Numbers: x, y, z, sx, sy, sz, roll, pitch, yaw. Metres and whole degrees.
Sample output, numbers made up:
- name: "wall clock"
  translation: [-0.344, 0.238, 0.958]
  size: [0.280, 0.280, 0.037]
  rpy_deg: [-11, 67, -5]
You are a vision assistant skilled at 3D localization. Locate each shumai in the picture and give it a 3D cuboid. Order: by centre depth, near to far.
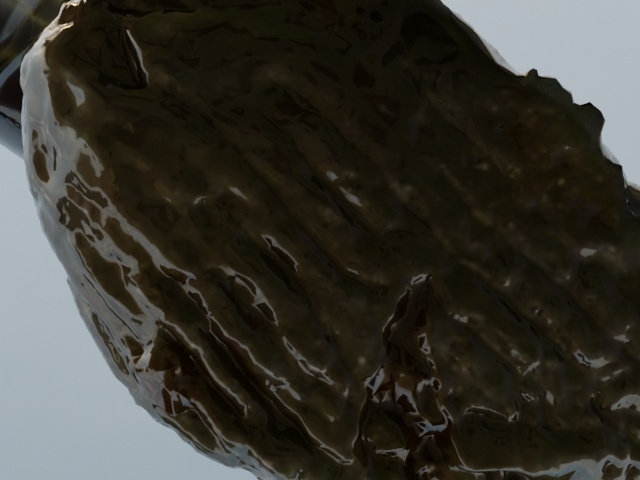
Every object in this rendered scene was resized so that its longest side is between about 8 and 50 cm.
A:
- name: "shumai"
  translation: [-0.001, 0.000, 0.875]
  size: [0.346, 0.283, 0.217]
  rpy_deg: [32, -93, -16]

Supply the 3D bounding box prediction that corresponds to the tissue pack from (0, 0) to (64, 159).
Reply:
- name: "tissue pack"
  translation: [-0.203, -0.179, 1.195]
  size: [0.198, 0.370, 0.210]
  rpy_deg: [-47, -129, 4]
